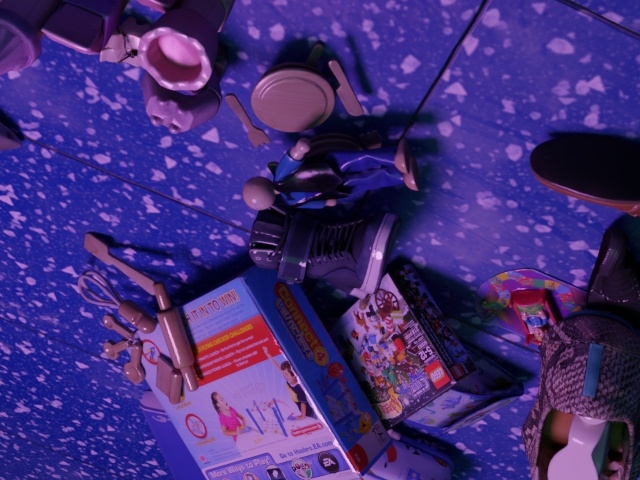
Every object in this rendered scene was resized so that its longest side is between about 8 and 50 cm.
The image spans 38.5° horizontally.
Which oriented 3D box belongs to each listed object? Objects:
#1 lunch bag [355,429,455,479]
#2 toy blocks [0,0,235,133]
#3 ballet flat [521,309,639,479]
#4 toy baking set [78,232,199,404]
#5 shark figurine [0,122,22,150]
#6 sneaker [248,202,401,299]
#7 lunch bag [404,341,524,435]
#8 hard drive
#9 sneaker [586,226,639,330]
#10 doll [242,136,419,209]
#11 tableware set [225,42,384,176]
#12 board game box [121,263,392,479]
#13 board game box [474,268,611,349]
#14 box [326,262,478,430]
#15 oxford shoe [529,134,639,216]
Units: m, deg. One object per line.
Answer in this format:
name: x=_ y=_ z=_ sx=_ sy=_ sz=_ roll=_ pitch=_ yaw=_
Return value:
lunch bag: x=0.075 y=0.403 z=1.542 sx=0.243 sy=0.115 sz=0.303 roll=24 pitch=143 yaw=-3
toy blocks: x=-0.215 y=-0.204 z=0.787 sx=0.288 sy=0.260 sz=0.309 roll=23 pitch=142 yaw=-6
ballet flat: x=0.335 y=0.278 z=1.187 sx=0.164 sy=0.182 sz=0.483 roll=8 pitch=147 yaw=19
toy baking set: x=-0.262 y=0.115 z=1.279 sx=0.197 sy=0.030 sz=0.256 roll=2 pitch=114 yaw=38
shark figurine: x=-0.528 y=-0.126 z=1.101 sx=0.278 sy=0.116 sz=0.166 roll=3 pitch=164 yaw=11
sneaker: x=-0.001 y=0.002 z=1.061 sx=0.163 sy=0.086 sz=0.226 roll=22 pitch=162 yaw=-2
lunch bag: x=0.187 y=0.211 z=1.276 sx=0.151 sy=0.096 sz=0.129 roll=19 pitch=144 yaw=-18
hard drive: x=-0.199 y=0.394 z=1.700 sx=0.210 sy=0.040 sz=0.318 roll=9 pitch=142 yaw=13
sneaker: x=0.354 y=0.047 z=1.035 sx=0.089 sy=0.051 sz=0.170 roll=11 pitch=147 yaw=11
doll: x=0.005 y=-0.069 z=0.978 sx=0.189 sy=0.046 sz=0.129 roll=-10 pitch=151 yaw=17
tableware set: x=-0.007 y=-0.122 z=0.982 sx=0.128 sy=0.039 sz=0.194 roll=-15 pitch=139 yaw=16
board game box: x=-0.098 y=0.207 z=1.281 sx=0.308 sy=0.086 sz=0.302 roll=-27 pitch=95 yaw=43
board game box: x=0.276 y=0.100 z=1.145 sx=0.169 sy=0.033 sz=0.133 roll=23 pitch=143 yaw=-6
box: x=0.089 y=0.153 z=1.206 sx=0.159 sy=0.044 sz=0.233 roll=59 pitch=143 yaw=15
oxford shoe: x=0.312 y=-0.049 z=0.917 sx=0.212 sy=0.076 sz=0.076 roll=13 pitch=153 yaw=8
